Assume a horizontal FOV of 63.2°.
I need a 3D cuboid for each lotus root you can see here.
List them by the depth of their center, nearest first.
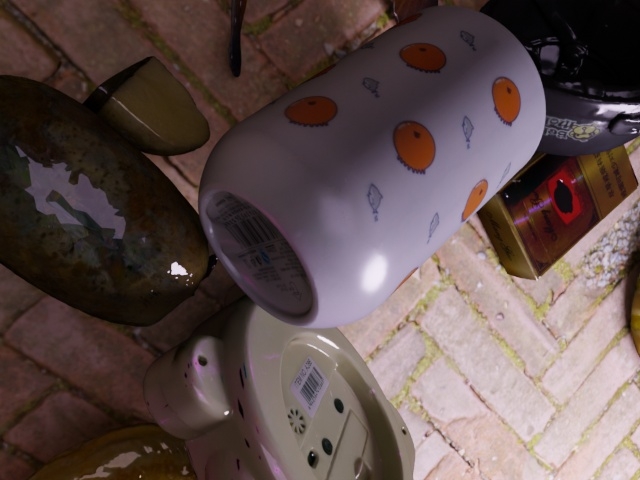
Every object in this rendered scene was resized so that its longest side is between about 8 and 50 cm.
[{"bbox_3d":[-0.228,-0.031,0.479,0.275,0.152,0.160,43,86,-20],"label":"lotus root"}]

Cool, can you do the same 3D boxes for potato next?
[{"bbox_3d":[-0.174,-0.121,0.532,0.103,0.066,0.096,48,39,-15],"label":"potato"}]

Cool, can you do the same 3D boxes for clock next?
[{"bbox_3d":[-0.022,0.195,0.536,0.114,0.284,0.310,-33,97,25],"label":"clock"}]

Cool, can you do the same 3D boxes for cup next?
[{"bbox_3d":[0.048,-0.073,0.512,0.317,0.212,0.212,-39,110,-31],"label":"cup"}]

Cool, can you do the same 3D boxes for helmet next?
[{"bbox_3d":[0.316,-0.198,0.655,0.278,0.160,0.231,24,59,11],"label":"helmet"}]

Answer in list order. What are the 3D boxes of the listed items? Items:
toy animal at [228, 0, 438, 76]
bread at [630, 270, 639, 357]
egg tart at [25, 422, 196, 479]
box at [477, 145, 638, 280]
[{"bbox_3d":[0.004,-0.362,0.576,0.284,0.225,0.302,-14,89,0],"label":"toy animal"},{"bbox_3d":[0.666,0.118,0.865,0.332,0.160,0.333,-2,97,-21],"label":"bread"},{"bbox_3d":[-0.190,0.320,0.552,0.318,0.128,0.319,-4,100,-22],"label":"egg tart"},{"bbox_3d":[0.340,-0.076,0.755,0.240,0.071,0.159,-36,110,-16],"label":"box"}]
